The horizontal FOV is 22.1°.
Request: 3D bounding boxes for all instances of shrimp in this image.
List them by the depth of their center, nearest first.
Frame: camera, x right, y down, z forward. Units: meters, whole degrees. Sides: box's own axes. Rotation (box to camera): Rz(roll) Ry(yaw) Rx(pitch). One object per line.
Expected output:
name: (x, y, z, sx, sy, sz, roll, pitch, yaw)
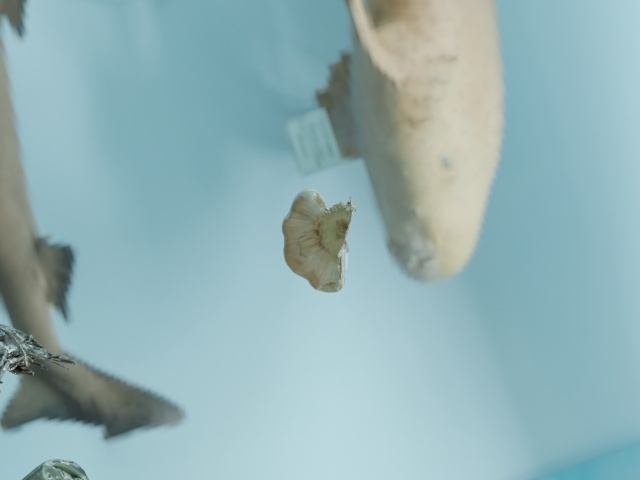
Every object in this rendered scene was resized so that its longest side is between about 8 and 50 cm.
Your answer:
shrimp: (-0.301, 0.102, 1.474, 0.057, 0.165, 0.065, 95, 5, -55)

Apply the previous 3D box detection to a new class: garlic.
garlic: (-0.004, 0.000, 1.706, 0.094, 0.074, 0.113, -167, -113, -79)

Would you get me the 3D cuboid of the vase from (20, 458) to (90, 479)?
vase: (-0.321, 0.333, 1.689, 0.128, 0.248, 0.128, 33, 17, -11)
